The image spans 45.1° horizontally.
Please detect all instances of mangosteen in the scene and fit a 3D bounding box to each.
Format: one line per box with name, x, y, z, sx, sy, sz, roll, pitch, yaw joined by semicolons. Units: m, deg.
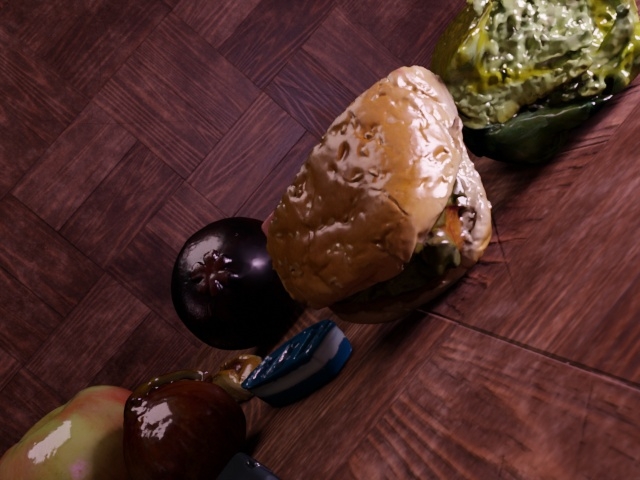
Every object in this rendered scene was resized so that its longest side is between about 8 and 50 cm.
mangosteen;-0.176;0.102;1.776;0.307;0.307;0.347;-49;-23;7

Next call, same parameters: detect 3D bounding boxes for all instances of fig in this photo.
fig;-0.212;0.294;1.170;0.205;0.205;0.205;-49;6;7

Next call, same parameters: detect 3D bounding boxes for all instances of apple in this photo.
apple;-0.391;0.417;1.340;0.319;0.277;0.319;-38;6;5

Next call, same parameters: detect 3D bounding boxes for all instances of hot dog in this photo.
hot dog;-0.176;0.281;1.547;0.084;0.073;0.242;-47;4;-30

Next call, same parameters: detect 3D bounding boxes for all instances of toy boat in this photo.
toy boat;-0.048;0.199;1.170;0.096;0.061;0.299;-54;8;-34

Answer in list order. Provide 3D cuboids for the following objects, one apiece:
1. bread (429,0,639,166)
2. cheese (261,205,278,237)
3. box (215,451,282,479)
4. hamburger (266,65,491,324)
bread;0.266;-0.240;1.039;0.251;0.208;0.376;-43;3;12
cheese;0.021;0.012;1.453;0.128;0.203;0.177;-49;-23;20
box;-0.107;0.324;0.869;0.160;0.050;0.230;-51;6;-15
hamburger;0.083;-0.021;0.908;0.162;0.209;0.330;12;-62;-45
